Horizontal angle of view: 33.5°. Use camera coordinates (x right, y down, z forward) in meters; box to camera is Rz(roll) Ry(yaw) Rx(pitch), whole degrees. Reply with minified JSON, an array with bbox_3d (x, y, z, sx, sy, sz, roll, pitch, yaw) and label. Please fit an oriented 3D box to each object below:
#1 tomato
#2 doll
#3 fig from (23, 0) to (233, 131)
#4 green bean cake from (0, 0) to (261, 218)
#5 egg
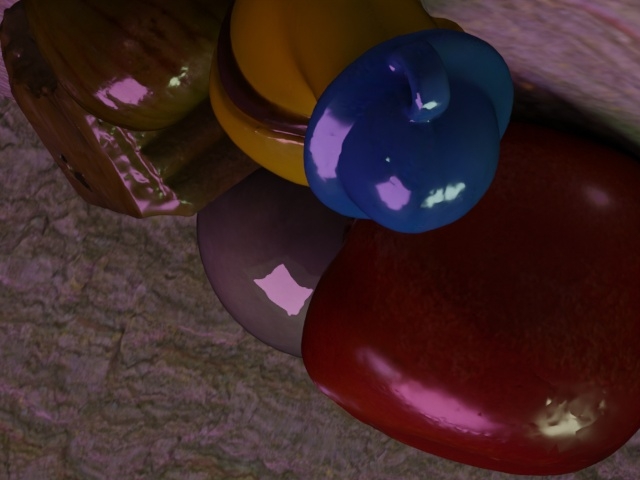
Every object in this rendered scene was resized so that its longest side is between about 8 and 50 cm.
[{"bbox_3d":[0.151,0.052,0.887,0.290,0.293,0.325,29,164,12],"label":"tomato"},{"bbox_3d":[0.007,-0.105,0.617,0.363,0.145,0.199,-134,21,-73],"label":"doll"},{"bbox_3d":[-0.178,-0.188,0.772,0.259,0.151,0.151,33,172,-19],"label":"fig"},{"bbox_3d":[-0.191,-0.136,0.988,0.236,0.124,0.233,15,138,58],"label":"green bean cake"},{"bbox_3d":[0.000,0.000,1.153,0.258,0.258,0.352,23,168,12],"label":"egg"}]
